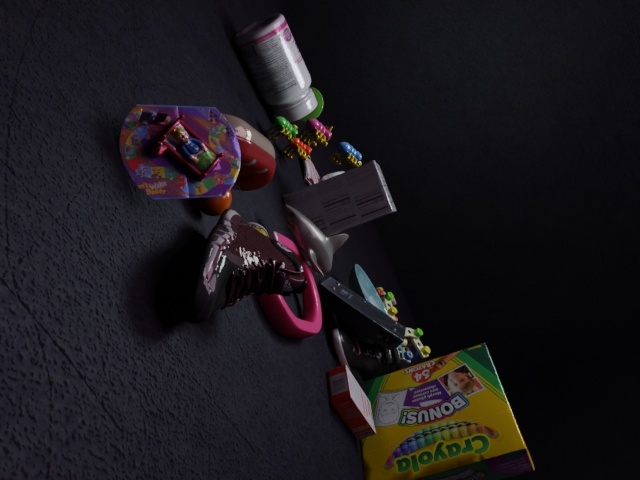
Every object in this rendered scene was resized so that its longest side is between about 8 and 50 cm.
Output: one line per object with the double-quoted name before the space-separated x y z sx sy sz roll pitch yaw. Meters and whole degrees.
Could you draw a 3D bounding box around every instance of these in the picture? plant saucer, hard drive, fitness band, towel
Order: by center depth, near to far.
"fitness band" -0.064 0.096 1.202 0.291 0.054 0.209 35 36 -69
"hard drive" 0.106 0.191 1.541 0.254 0.054 0.172 34 9 6
"plant saucer" 0.163 0.222 1.777 0.318 0.043 0.318 60 9 -16
"towel" -0.026 -0.211 2.032 0.197 0.029 0.144 59 15 -54

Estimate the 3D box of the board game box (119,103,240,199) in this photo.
"board game box" -0.182 -0.125 0.790 0.033 0.168 0.133 -22 -104 59

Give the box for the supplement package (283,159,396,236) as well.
"supplement package" 0.059 -0.102 1.610 0.204 0.261 0.145 -17 87 -80

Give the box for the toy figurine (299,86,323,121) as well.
"toy figurine" -0.091 -0.523 2.113 0.173 0.130 0.159 49 16 14

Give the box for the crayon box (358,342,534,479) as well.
"crayon box" 0.276 0.441 1.404 0.313 0.362 0.106 -95 160 -56

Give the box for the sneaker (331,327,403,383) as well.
"sneaker" 0.133 0.293 1.551 0.296 0.146 0.105 54 20 -49

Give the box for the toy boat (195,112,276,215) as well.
"toy boat" -0.166 -0.114 0.955 0.231 0.150 0.151 19 81 -75

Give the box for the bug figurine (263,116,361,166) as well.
"bug figurine" -0.019 -0.274 1.614 0.216 0.279 0.072 33 76 -49

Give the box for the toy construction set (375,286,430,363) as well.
"toy construction set" 0.258 0.289 2.128 0.215 0.151 0.328 23 24 -30

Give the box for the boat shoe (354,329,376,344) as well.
"boat shoe" 0.115 0.265 1.729 0.184 0.063 0.066 65 10 10

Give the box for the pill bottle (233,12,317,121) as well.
"pill bottle" -0.125 -0.504 1.728 0.160 0.160 0.283 -94 160 -56

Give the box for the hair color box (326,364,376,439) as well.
"hair color box" 0.072 0.375 1.349 0.093 0.053 0.167 -99 163 -51

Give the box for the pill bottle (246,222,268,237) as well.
"pill bottle" -0.125 0.022 1.010 0.116 0.065 0.065 -92 158 -60

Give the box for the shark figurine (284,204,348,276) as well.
"shark figurine" 0.014 0.022 1.360 0.166 0.116 0.278 53 -6 27

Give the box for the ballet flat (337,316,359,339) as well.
"ballet flat" 0.094 0.264 1.669 0.057 0.049 0.173 -61 130 -75

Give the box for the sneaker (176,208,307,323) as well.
"sneaker" -0.094 0.048 0.829 0.162 0.106 0.281 27 22 -9

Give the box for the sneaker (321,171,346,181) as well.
"sneaker" 0.077 -0.145 2.150 0.282 0.102 0.161 61 15 -73
